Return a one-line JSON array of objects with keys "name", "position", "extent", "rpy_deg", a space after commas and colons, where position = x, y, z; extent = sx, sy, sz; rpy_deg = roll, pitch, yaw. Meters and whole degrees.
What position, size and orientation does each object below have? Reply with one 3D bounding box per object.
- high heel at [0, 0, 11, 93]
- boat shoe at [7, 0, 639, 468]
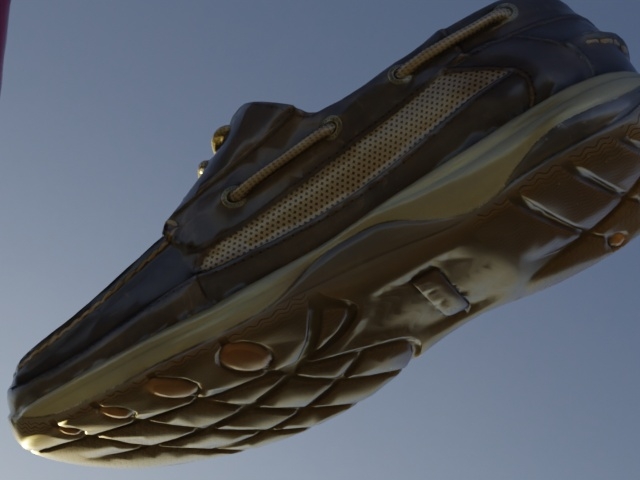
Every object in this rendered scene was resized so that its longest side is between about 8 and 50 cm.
[{"name": "high heel", "position": [-0.246, -0.126, 0.658], "extent": [0.127, 0.181, 0.377], "rpy_deg": [17, -58, -16]}, {"name": "boat shoe", "position": [0.000, 0.000, 0.530], "extent": [0.355, 0.130, 0.132], "rpy_deg": [-27, -34, 8]}]
